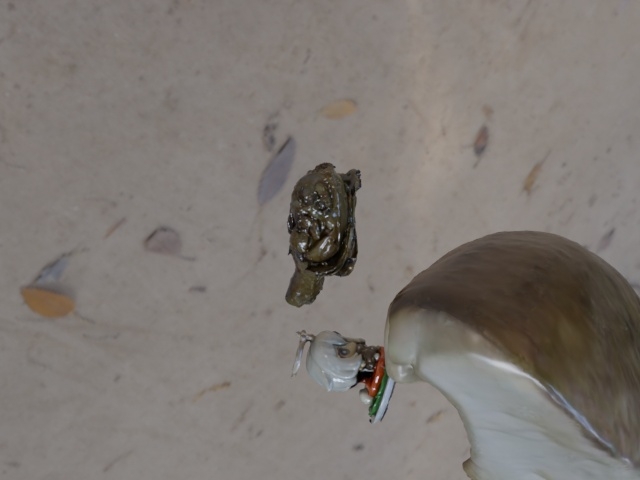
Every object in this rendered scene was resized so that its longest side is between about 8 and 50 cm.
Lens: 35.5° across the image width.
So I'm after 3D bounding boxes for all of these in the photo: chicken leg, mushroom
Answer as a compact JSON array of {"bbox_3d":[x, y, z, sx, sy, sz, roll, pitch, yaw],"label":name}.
[{"bbox_3d":[0.000,0.004,1.111,0.125,0.080,0.196,-85,-176,-61],"label":"chicken leg"},{"bbox_3d":[0.217,0.092,0.984,0.397,0.224,0.314,49,49,-47],"label":"mushroom"}]

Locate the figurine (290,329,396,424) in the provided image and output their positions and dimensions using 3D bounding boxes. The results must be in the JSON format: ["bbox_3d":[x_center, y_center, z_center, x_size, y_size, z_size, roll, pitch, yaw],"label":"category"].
[{"bbox_3d":[0.029,0.182,1.421,0.132,0.153,0.132,17,90,-89],"label":"figurine"}]
